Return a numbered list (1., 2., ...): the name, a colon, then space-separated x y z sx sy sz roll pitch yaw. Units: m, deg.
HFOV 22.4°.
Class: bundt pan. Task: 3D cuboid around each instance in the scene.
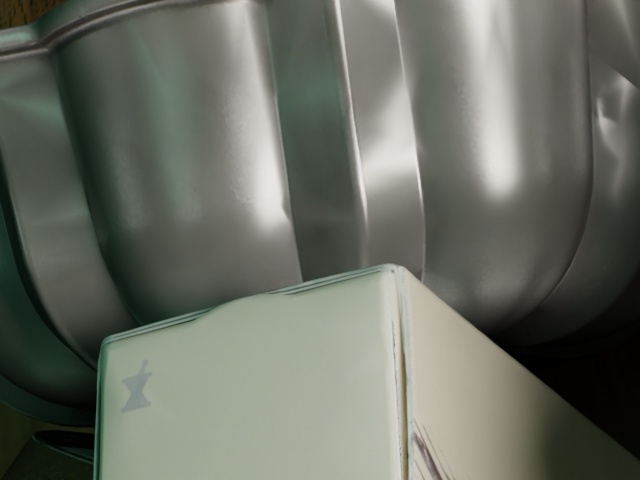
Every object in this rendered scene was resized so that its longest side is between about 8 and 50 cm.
1. bundt pan: 0.000 0.000 0.637 0.331 0.331 0.124 -14 77 27

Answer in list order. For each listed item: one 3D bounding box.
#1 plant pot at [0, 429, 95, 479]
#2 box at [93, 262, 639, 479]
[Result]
1. plant pot: -0.085 0.195 0.602 0.215 0.215 0.230 12 87 37
2. box: 0.045 0.108 0.559 0.113 0.275 0.094 -16 60 27
